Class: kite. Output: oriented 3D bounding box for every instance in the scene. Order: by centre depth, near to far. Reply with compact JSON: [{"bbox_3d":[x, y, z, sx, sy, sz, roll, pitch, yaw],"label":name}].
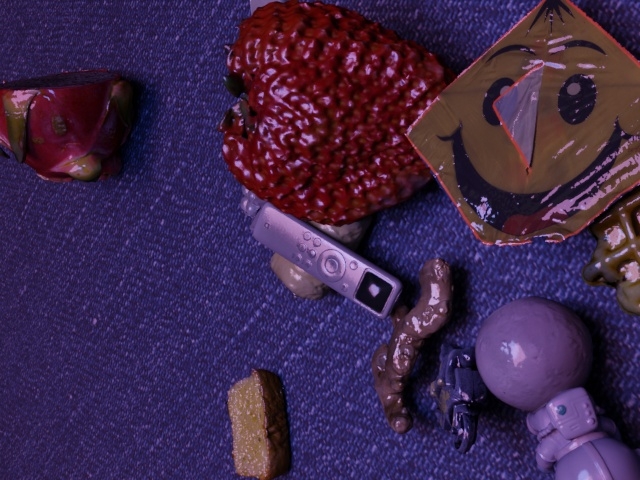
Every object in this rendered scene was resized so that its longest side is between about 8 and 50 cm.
[{"bbox_3d":[0.265,-0.151,1.091,0.377,0.013,0.328,1,77,37],"label":"kite"}]

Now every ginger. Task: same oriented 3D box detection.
[{"bbox_3d":[0.124,0.138,1.306,0.149,0.065,0.259,-141,62,-67],"label":"ginger"}]

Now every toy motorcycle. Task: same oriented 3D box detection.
[{"bbox_3d":[0.185,0.191,1.208,0.193,0.061,0.124,-95,15,-74],"label":"toy motorcycle"}]

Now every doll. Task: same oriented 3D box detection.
[{"bbox_3d":[0.292,0.207,1.080,0.151,0.151,0.287,-46,55,35],"label":"doll"}]

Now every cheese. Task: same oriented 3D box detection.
[{"bbox_3d":[0.000,0.000,1.438,0.123,0.094,0.167,51,120,43],"label":"cheese"}]

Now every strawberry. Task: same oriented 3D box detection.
[{"bbox_3d":[0.035,-0.177,1.300,0.351,0.267,0.312,10,104,13],"label":"strawberry"}]

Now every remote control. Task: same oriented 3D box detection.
[{"bbox_3d":[0.005,0.028,1.360,0.261,0.029,0.067,32,110,23],"label":"remote control"}]

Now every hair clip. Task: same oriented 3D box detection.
[{"bbox_3d":[-0.082,-0.116,1.562,0.140,0.054,0.220,4,89,53],"label":"hair clip"}]

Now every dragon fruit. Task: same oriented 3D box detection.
[{"bbox_3d":[-0.522,-0.222,1.858,0.305,0.305,0.226,17,117,45],"label":"dragon fruit"}]

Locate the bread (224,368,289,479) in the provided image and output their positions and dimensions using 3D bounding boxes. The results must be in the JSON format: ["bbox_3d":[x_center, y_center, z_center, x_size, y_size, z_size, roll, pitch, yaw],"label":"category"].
[{"bbox_3d":[-0.106,0.316,1.559,0.103,0.065,0.187,-22,75,45],"label":"bread"}]

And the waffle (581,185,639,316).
[{"bbox_3d":[0.437,-0.026,0.998,0.297,0.073,0.317,24,104,41],"label":"waffle"}]

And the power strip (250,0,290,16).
[{"bbox_3d":[-0.091,-0.436,1.583,0.081,0.035,0.192,-18,76,45],"label":"power strip"}]
